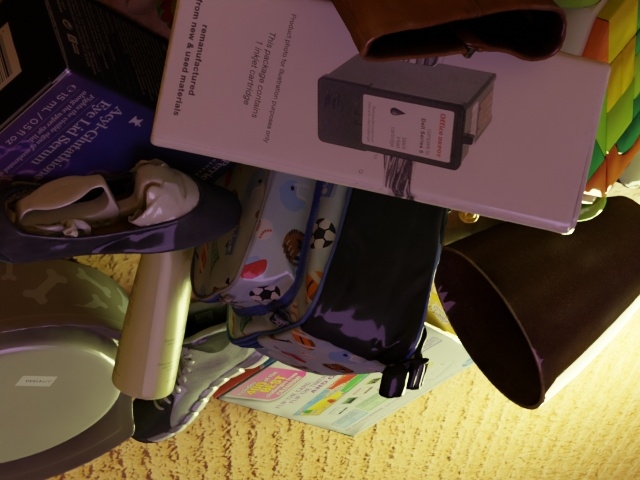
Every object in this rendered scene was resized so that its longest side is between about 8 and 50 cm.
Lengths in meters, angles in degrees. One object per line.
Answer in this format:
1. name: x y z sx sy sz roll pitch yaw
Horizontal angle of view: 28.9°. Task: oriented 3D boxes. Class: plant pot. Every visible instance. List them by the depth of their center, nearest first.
1. plant pot: 0.285 0.048 1.460 0.230 0.215 0.215 -29 152 -15

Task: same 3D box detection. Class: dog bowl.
1. dog bowl: -0.334 0.143 1.282 0.348 0.102 0.349 -17 150 -10

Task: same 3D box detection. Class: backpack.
1. backpack: 0.000 0.000 1.106 0.213 0.277 0.263 24 159 -9

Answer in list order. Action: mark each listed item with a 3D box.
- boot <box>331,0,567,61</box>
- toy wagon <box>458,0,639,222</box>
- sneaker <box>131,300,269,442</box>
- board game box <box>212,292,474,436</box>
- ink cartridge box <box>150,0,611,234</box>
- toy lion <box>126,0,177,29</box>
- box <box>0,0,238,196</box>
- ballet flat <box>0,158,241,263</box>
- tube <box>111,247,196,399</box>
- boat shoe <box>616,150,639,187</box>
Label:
1. boot: -0.022 -0.194 0.754 0.264 0.280 0.096 -1 138 -31
2. toy wagon: 0.231 -0.133 1.057 0.344 0.068 0.267 -49 146 -28
3. sneaker: -0.165 0.135 1.413 0.228 0.086 0.132 -40 142 11
4. board game box: 0.041 0.142 1.562 0.242 0.064 0.316 -34 148 20
5. ink cartridge box: 0.038 -0.098 0.853 0.272 0.115 0.198 12 -171 -3
6. toy lion: -0.095 -0.197 0.946 0.096 0.034 0.100 9 143 -37
7. box: -0.188 -0.094 0.987 0.153 0.108 0.207 -37 147 23
8. ballet flat: -0.153 -0.025 0.945 0.203 0.074 0.074 -8 147 -19
9. tube: -0.143 0.031 1.150 0.062 0.070 0.240 1 114 -31
10. boat shoe: 0.331 -0.091 1.401 0.133 0.042 0.049 7 114 -42
